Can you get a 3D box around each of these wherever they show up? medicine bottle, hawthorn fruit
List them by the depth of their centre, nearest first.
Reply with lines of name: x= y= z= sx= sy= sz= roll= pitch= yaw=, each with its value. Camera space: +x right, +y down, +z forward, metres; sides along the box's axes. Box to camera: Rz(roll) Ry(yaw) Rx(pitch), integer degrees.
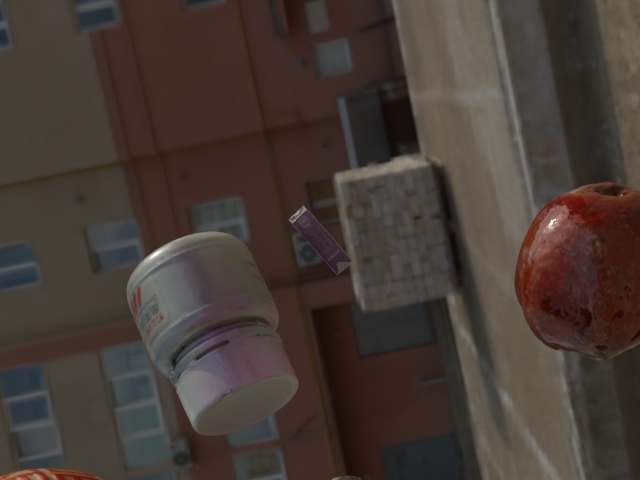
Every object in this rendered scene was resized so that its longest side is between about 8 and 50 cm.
hawthorn fruit: x=0.425 y=0.053 z=1.659 sx=0.284 sy=0.284 sz=0.284 roll=-11 pitch=-90 yaw=-89
medicine bottle: x=-0.199 y=0.175 z=2.069 sx=0.256 sy=0.256 sz=0.324 roll=77 pitch=168 yaw=-64

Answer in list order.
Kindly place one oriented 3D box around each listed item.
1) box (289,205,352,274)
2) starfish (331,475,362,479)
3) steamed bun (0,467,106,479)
box: x=0.000 y=0.000 z=1.793 sx=0.117 sy=0.036 sz=0.050 roll=49 pitch=-179 yaw=-10
starfish: x=0.106 y=0.415 z=1.257 sx=0.303 sy=0.113 sz=0.312 roll=59 pitch=-165 yaw=-31
steamed bun: x=-0.357 y=0.393 z=1.453 sx=0.283 sy=0.283 sz=0.177 roll=-93 pitch=8 yaw=-84
